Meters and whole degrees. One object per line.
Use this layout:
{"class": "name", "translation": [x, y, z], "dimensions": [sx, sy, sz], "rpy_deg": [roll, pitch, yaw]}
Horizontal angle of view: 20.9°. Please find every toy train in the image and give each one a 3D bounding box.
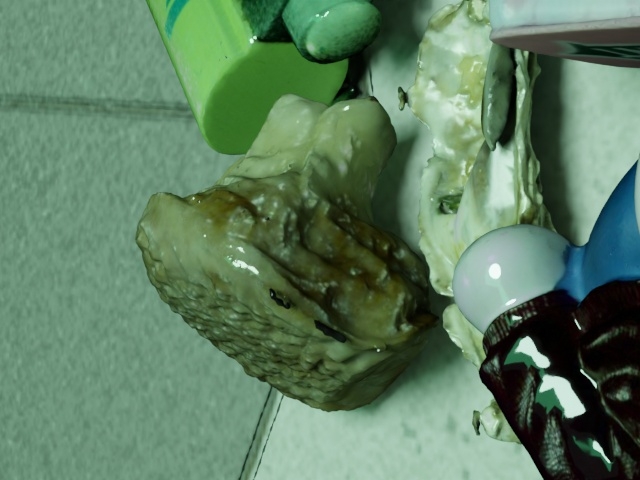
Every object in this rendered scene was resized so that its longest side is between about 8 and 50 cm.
{"class": "toy train", "translation": [-0.047, -0.158, 0.804], "dimensions": [0.157, 0.105, 0.253], "rpy_deg": [-59, 46, 45]}

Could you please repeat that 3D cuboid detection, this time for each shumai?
{"class": "shumai", "translation": [-0.003, -0.002, 0.735], "dimensions": [0.146, 0.145, 0.116], "rpy_deg": [13, 64, 47]}

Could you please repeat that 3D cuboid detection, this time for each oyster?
{"class": "oyster", "translation": [0.075, -0.021, 0.702], "dimensions": [0.106, 0.061, 0.199], "rpy_deg": [179, 96, -66]}

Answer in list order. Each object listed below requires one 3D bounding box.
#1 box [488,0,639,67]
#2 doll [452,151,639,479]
{"class": "box", "translation": [0.156, -0.245, 0.571], "dimensions": [0.190, 0.112, 0.369], "rpy_deg": [3, 90, 47]}
{"class": "doll", "translation": [0.148, 0.137, 0.470], "dimensions": [0.240, 0.284, 0.309], "rpy_deg": [95, 177, -68]}
